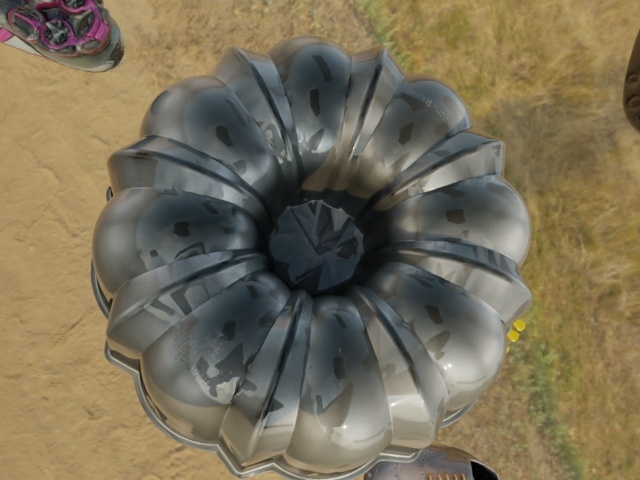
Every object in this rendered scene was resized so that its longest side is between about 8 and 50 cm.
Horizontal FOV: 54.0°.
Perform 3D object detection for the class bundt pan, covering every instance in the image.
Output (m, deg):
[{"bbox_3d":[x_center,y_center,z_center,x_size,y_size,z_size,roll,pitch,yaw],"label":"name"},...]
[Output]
[{"bbox_3d":[0.000,0.000,0.433,0.330,0.124,0.331,2,74,-7],"label":"bundt pan"}]

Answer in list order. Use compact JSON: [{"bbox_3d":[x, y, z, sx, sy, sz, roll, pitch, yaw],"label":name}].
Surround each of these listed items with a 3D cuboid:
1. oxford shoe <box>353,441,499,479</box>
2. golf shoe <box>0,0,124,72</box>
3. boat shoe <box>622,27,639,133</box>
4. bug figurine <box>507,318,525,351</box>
[{"bbox_3d":[0.187,0.404,1.074,0.363,0.132,0.130,14,77,-50],"label":"oxford shoe"},{"bbox_3d":[-0.238,-0.178,0.476,0.186,0.086,0.068,29,83,0],"label":"golf shoe"},{"bbox_3d":[0.335,-0.224,0.471,0.119,0.122,0.324,11,101,-9],"label":"boat shoe"},{"bbox_3d":[0.067,0.046,0.677,0.279,0.072,0.216,43,74,4],"label":"bug figurine"}]
